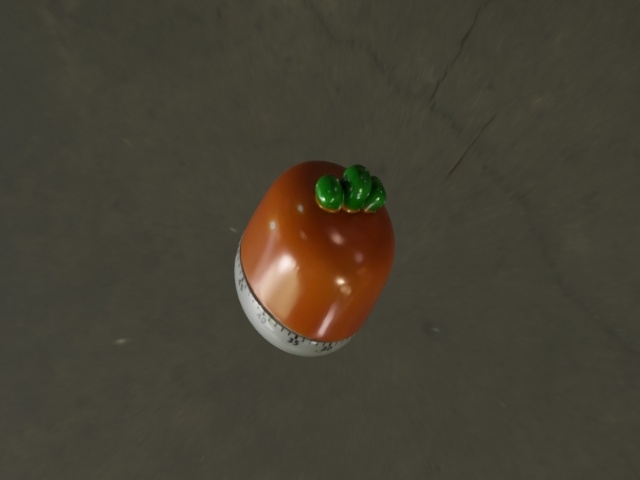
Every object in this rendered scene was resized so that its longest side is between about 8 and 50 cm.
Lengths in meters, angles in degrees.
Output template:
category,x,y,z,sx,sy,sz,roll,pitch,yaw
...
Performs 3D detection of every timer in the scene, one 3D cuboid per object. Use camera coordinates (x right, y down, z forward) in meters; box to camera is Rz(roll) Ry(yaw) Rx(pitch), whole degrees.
category,x,y,z,sx,sy,sz,roll,pitch,yaw
timer,0.000,0.000,1.138,0.099,0.136,0.136,4,88,-23
